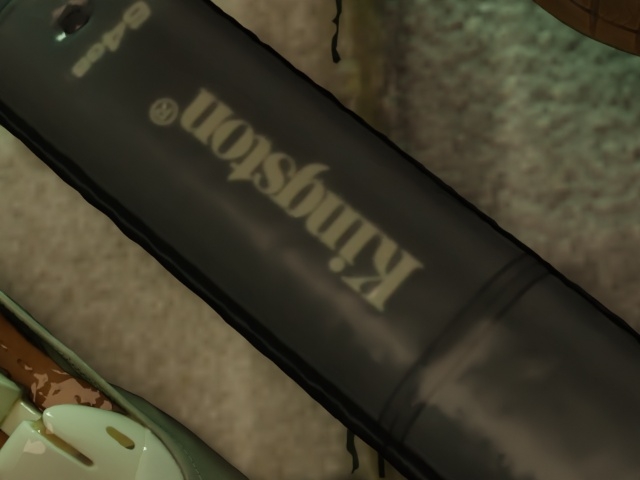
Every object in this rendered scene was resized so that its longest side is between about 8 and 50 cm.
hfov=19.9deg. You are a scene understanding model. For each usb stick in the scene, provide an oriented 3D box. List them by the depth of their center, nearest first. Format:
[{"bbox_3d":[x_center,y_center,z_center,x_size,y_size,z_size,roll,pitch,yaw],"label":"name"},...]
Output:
[{"bbox_3d":[0.000,0.000,0.557,0.278,0.045,0.077,40,90,21],"label":"usb stick"}]

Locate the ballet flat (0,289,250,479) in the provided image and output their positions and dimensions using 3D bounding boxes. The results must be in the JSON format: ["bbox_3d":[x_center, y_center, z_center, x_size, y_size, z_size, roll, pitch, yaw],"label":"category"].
[{"bbox_3d":[-0.096,0.059,0.557,0.213,0.068,0.072,38,88,20],"label":"ballet flat"}]

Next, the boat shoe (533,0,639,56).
[{"bbox_3d":[0.068,-0.129,0.541,0.285,0.089,0.104,28,111,20],"label":"boat shoe"}]
